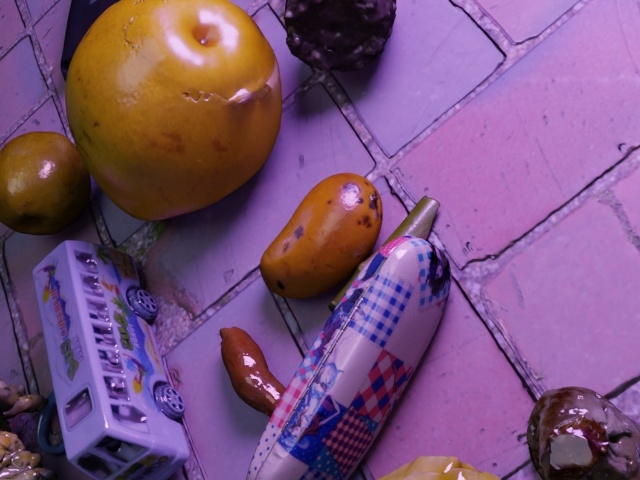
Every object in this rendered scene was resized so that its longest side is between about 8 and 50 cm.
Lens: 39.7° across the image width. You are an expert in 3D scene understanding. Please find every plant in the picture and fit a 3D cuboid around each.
[{"bbox_3d":[0.027,-0.339,1.149,0.146,0.149,0.274,6,46,-7],"label":"plant"}]

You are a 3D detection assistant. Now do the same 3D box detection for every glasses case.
[{"bbox_3d":[0.033,0.145,0.924,0.076,0.125,0.327,28,86,40],"label":"glasses case"}]

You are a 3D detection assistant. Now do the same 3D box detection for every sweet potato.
[{"bbox_3d":[-0.071,0.169,1.033,0.056,0.056,0.195,-47,55,7],"label":"sweet potato"}]

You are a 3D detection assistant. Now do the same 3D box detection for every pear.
[{"bbox_3d":[-0.194,-0.172,1.162,0.336,0.285,0.284,151,138,-72],"label":"pear"},{"bbox_3d":[-0.420,-0.086,1.333,0.149,0.149,0.162,-20,49,26],"label":"pear"}]

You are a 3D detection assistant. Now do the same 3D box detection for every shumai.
[{"bbox_3d":[0.228,0.183,0.798,0.099,0.087,0.124,-53,49,4],"label":"shumai"}]

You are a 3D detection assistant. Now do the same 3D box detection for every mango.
[{"bbox_3d":[0.002,0.001,1.037,0.178,0.090,0.115,-47,39,11],"label":"mango"}]

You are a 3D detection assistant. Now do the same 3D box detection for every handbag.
[{"bbox_3d":[-0.339,-0.402,1.458,0.211,0.089,0.254,-16,61,34],"label":"handbag"}]

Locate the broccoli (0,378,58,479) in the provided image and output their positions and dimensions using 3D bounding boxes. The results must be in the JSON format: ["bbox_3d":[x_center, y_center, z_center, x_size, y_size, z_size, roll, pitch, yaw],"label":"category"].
[{"bbox_3d":[-0.499,0.321,1.156,0.324,0.272,0.334,-18,42,-19],"label":"broccoli"}]

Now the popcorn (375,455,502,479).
[{"bbox_3d":[0.081,0.319,0.744,0.224,0.270,0.257,-21,88,55],"label":"popcorn"}]

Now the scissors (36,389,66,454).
[{"bbox_3d":[-0.344,0.164,1.234,0.125,0.030,0.256,-21,62,25],"label":"scissors"}]

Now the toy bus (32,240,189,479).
[{"bbox_3d":[-0.270,0.150,1.122,0.109,0.136,0.329,-38,51,17],"label":"toy bus"}]

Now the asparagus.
[{"bbox_3d":[0.078,0.024,1.009,0.045,0.041,0.178,39,79,9],"label":"asparagus"}]
